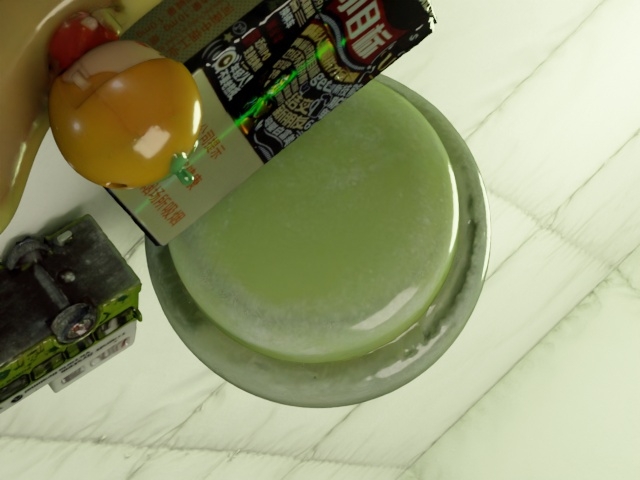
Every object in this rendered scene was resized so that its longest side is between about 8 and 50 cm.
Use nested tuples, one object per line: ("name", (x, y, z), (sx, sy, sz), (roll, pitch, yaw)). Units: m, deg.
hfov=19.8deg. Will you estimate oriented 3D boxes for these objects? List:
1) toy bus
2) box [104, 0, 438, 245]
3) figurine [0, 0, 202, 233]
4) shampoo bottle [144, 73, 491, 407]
("toy bus", (-0.311, 0.105, 1.703), (0.301, 0.113, 0.139), (-32, 158, -18))
("box", (-0.061, -0.148, 1.478), (0.310, 0.084, 0.198), (-39, 156, -3))
("figurine", (-0.179, -0.120, 1.318), (0.324, 0.222, 0.124), (-41, 157, 1))
("shampoo bottle", (0.000, 0.000, 1.733), (0.322, 0.322, 0.317), (-40, 165, -6))
